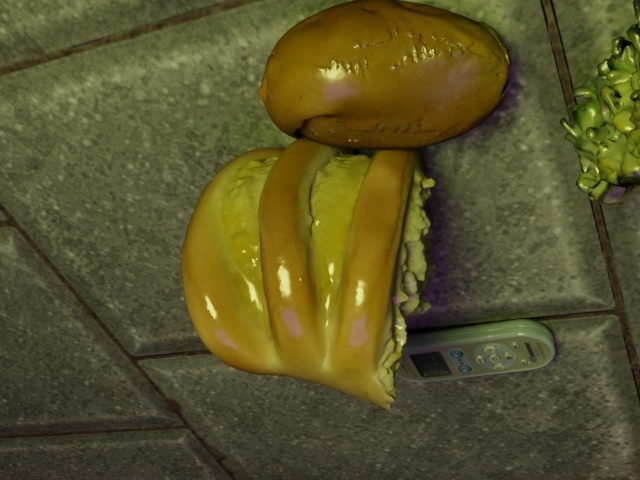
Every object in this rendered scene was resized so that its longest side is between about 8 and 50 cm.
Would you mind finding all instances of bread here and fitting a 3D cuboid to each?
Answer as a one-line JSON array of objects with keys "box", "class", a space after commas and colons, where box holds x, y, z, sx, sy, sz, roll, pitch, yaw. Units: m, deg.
[{"box": [0.000, 0.000, 0.901, 0.270, 0.315, 0.211, 17, 135, 6], "class": "bread"}]

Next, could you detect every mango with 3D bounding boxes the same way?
[{"box": [0.062, -0.165, 0.826, 0.249, 0.156, 0.151, 1, 99, 13], "class": "mango"}]

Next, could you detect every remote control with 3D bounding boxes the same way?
[{"box": [0.213, 0.158, 1.192, 0.244, 0.047, 0.087, -11, 134, 25], "class": "remote control"}]

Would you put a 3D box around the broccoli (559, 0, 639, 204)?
[{"box": [0.399, -0.098, 0.738, 0.335, 0.272, 0.323, 18, 121, -7], "class": "broccoli"}]
